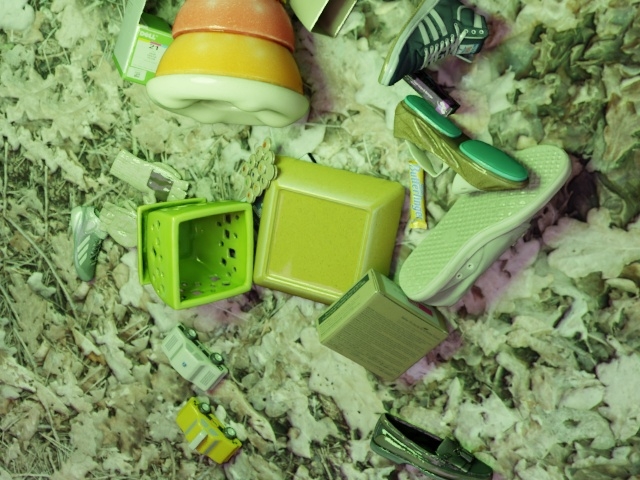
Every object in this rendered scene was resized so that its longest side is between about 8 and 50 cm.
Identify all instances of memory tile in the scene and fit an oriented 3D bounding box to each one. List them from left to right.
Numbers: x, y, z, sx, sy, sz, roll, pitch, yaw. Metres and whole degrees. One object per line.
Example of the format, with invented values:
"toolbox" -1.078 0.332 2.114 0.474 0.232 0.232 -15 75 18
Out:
"memory tile" -0.145 -0.161 1.826 0.148 0.012 0.113 -41 53 48

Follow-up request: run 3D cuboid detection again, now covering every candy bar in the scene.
"candy bar" 0.217 -0.106 1.766 0.040 0.018 0.162 1 104 19

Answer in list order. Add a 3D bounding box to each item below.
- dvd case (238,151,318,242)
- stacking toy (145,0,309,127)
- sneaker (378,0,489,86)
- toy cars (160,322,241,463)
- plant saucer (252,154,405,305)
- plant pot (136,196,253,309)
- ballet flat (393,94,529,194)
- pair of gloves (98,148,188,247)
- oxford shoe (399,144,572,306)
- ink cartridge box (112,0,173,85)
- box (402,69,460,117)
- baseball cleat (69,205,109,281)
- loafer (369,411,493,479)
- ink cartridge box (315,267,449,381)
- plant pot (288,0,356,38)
"dvd case" -0.071 -0.072 1.871 0.238 0.029 0.179 -33 91 22
"stacking toy" -0.179 -0.500 1.695 0.350 0.350 0.480 5 88 18
"sneaker" 0.235 -0.387 1.575 0.153 0.282 0.099 32 151 3
"toy cars" -0.323 0.412 2.051 0.176 0.087 0.394 -5 101 20
"plant saucer" 0.000 0.000 1.806 0.332 0.081 0.333 14 108 14
"plant pot" -0.310 0.014 1.864 0.207 0.227 0.228 17 111 44
"ballet flat" 0.280 -0.175 1.653 0.342 0.116 0.124 39 128 24
"pair of gloves" -0.446 -0.092 1.979 0.204 0.042 0.240 22 106 2
"oxford shoe" 0.360 -0.025 1.685 0.130 0.169 0.449 32 109 -35
"ink cartridge box" -0.385 -0.498 1.785 0.097 0.189 0.255 12 112 -28
"box" 0.221 -0.326 1.656 0.162 0.116 0.029 43 112 5
"baseball cleat" -0.600 0.011 2.059 0.109 0.072 0.206 -2 107 13
"loafer" 0.265 0.496 1.856 0.302 0.109 0.095 15 104 19
"ink cartridge box" 0.139 0.195 1.772 0.234 0.088 0.193 33 116 -29
"plant pot" -0.001 -0.516 1.699 0.096 0.109 0.109 42 114 21
